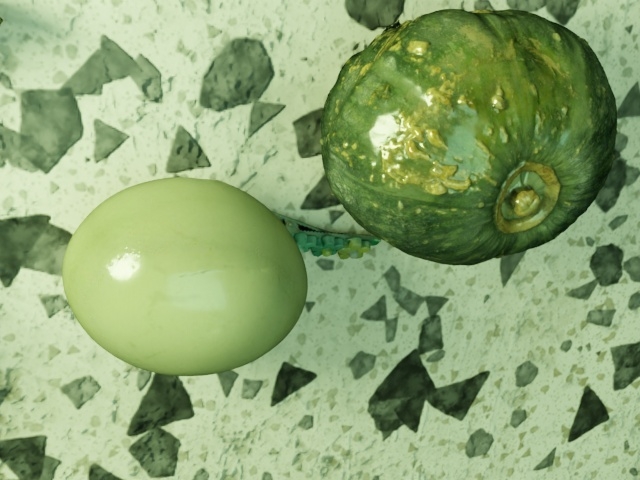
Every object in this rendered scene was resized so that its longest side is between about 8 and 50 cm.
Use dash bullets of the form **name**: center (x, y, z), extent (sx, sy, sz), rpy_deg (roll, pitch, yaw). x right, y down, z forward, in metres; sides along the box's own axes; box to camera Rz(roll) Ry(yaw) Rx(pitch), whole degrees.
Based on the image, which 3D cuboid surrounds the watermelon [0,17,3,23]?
- **watermelon**: center (-0.389, -0.188, 0.892), extent (0.163, 0.087, 0.069), rpy_deg (-26, 149, -10)

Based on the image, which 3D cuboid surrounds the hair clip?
- **hair clip**: center (0.000, 0.001, 1.148), extent (0.173, 0.049, 0.049), rpy_deg (11, 105, -28)

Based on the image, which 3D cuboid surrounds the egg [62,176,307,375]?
- **egg**: center (-0.143, 0.039, 0.997), extent (0.269, 0.219, 0.219), rpy_deg (0, 110, -29)

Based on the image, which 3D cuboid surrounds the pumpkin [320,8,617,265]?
- **pumpkin**: center (0.162, -0.123, 1.042), extent (0.327, 0.257, 0.292), rpy_deg (3, 121, -31)
